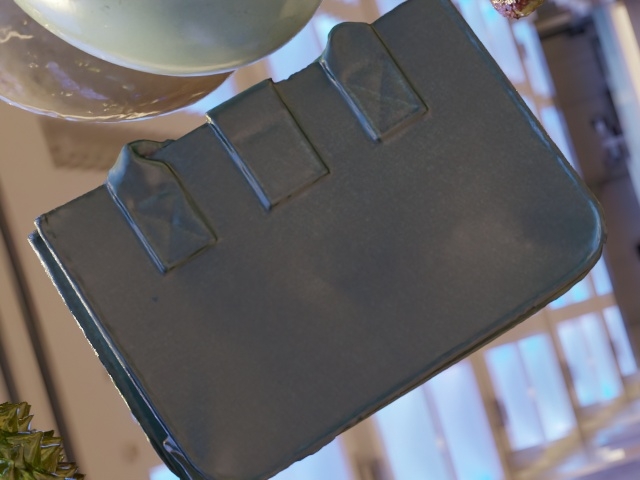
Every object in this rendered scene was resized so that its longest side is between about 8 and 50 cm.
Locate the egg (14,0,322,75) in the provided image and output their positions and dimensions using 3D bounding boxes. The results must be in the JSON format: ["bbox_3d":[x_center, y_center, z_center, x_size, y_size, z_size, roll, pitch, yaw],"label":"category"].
[{"bbox_3d":[-0.119,-0.213,1.409,0.183,0.264,0.183,9,-90,-72],"label":"egg"}]

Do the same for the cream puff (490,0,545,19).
[{"bbox_3d":[0.240,-0.311,2.143,0.084,0.149,0.149,46,-162,-4],"label":"cream puff"}]

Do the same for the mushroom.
[{"bbox_3d":[-0.223,-0.255,1.809,0.295,0.362,0.362,119,151,-48],"label":"mushroom"}]

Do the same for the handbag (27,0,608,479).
[{"bbox_3d":[0.001,0.001,1.283,0.238,0.326,0.089,57,168,9],"label":"handbag"}]

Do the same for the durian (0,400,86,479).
[{"bbox_3d":[-0.252,0.201,1.201,0.291,0.291,0.225,57,-157,-46],"label":"durian"}]
